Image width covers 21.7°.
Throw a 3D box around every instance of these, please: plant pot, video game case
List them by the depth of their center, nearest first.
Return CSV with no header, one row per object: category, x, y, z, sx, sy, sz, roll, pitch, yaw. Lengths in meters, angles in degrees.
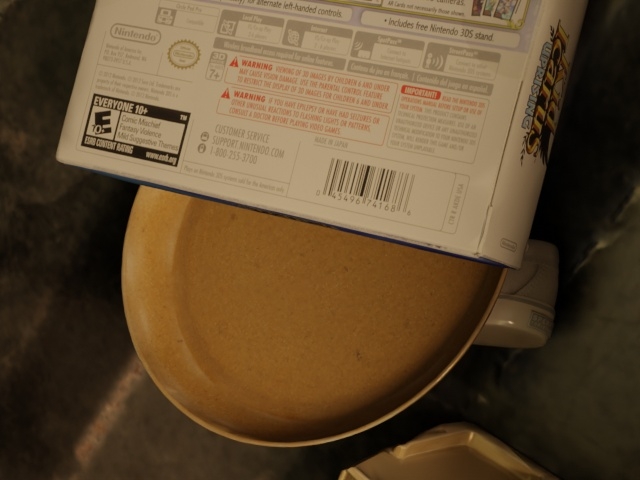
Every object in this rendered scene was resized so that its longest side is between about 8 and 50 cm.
video game case,0.008,-0.131,0.879,0.269,0.061,0.244,14,89,30
plant pot,0.000,0.000,0.909,0.236,0.032,0.236,-10,65,23

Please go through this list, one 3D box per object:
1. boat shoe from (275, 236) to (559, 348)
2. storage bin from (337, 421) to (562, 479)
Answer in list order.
boat shoe,0.047,0.016,0.929,0.184,0.066,0.063,4,72,39
storage bin,0.094,0.278,0.910,0.260,0.123,0.262,33,114,23
